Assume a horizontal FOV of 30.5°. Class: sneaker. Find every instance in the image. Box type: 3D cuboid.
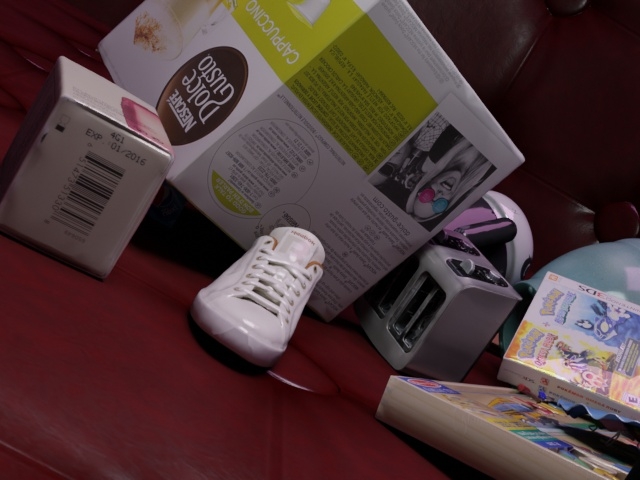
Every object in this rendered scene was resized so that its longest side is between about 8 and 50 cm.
[{"bbox_3d":[-0.059,0.042,1.242,0.106,0.123,0.290,32,10,-4],"label":"sneaker"}]

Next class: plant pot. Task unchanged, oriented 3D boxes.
[{"bbox_3d":[0.386,0.143,1.745,0.196,0.293,0.293,0,20,-18],"label":"plant pot"}]

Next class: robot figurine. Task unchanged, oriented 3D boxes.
[{"bbox_3d":[0.187,0.020,1.774,0.278,0.174,0.209,-11,28,-24],"label":"robot figurine"}]

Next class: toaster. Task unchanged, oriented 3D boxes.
[{"bbox_3d":[0.144,0.087,1.524,0.110,0.186,0.168,22,21,-34],"label":"toaster"}]

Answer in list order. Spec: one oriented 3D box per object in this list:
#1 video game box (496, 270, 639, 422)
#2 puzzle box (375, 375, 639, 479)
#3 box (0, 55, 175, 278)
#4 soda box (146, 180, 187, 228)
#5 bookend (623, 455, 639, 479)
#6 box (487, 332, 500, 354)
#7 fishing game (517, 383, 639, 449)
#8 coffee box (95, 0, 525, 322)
[{"bbox_3d":[0.352,0.141,1.544,0.187,0.048,0.205,19,40,16],"label":"video game box"},{"bbox_3d":[0.270,0.234,1.319,0.272,0.052,0.409,22,3,32],"label":"puzzle box"},{"bbox_3d":[-0.247,-0.081,1.214,0.127,0.149,0.232,28,10,-19],"label":"box"},{"bbox_3d":[-0.206,-0.081,1.579,0.067,0.071,0.210,29,9,-10],"label":"soda box"},{"bbox_3d":[0.304,0.273,1.046,0.072,0.156,0.157,37,10,37],"label":"bookend"},{"bbox_3d":[0.271,0.094,1.985,0.164,0.021,0.201,28,43,-28],"label":"box"},{"bbox_3d":[0.348,0.217,1.299,0.264,0.041,0.189,16,-6,21],"label":"fishing game"},{"bbox_3d":[-0.020,-0.174,1.478,0.338,0.334,0.337,43,9,-43],"label":"coffee box"}]
